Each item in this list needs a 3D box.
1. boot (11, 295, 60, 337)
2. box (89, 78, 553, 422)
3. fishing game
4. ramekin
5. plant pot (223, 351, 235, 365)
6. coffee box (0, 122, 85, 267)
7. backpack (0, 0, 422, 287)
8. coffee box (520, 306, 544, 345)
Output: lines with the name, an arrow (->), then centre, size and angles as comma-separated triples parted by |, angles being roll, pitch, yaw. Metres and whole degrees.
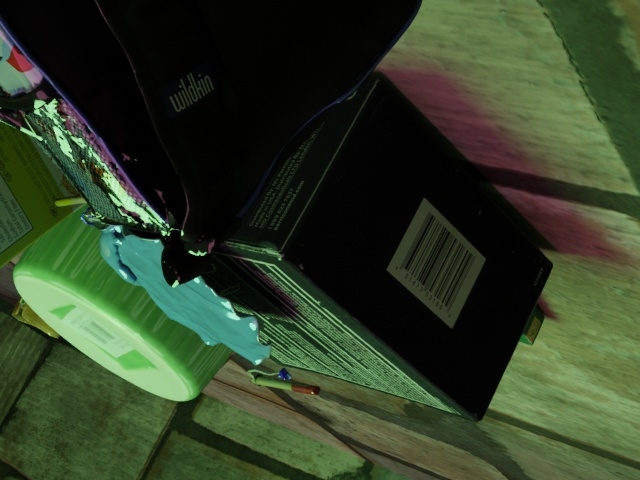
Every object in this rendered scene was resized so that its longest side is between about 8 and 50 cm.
boot -> -0.356, 0.039, 1.752 | 0.109, 0.220, 0.283 | 39, 161, -34
box -> 0.000, 0.000, 1.098 | 0.294, 0.183, 0.296 | 8, 154, 48
fishing game -> -0.114, 0.042, 1.029 | 0.264, 0.041, 0.189 | 44, 160, -17
ramekin -> -0.228, 0.065, 1.452 | 0.303, 0.148, 0.303 | 29, 158, 13
plant pot -> -0.164, 0.094, 1.705 | 0.201, 0.201, 0.180 | 37, 147, -30
coffee box -> -0.481, -0.084, 1.061 | 0.337, 0.334, 0.338 | -6, 119, 45
backpack -> -0.100, -0.165, 0.649 | 0.213, 0.276, 0.263 | 10, 144, 44
coffee box -> 0.146, 0.055, 1.300 | 0.184, 0.040, 0.113 | 16, 162, 37
